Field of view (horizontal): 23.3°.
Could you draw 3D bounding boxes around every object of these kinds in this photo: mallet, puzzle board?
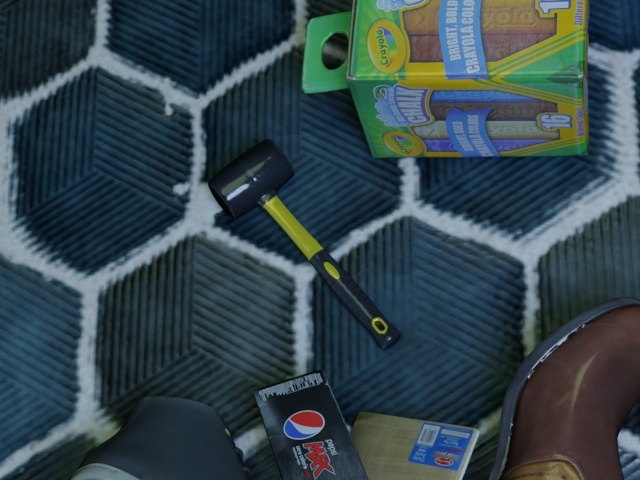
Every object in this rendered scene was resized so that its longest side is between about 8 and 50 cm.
[{"bbox_3d":[0.000,0.000,1.152,0.190,0.039,0.062,42,78,17],"label":"mallet"},{"bbox_3d":[0.049,0.166,1.043,0.128,0.011,0.096,0,60,54],"label":"puzzle board"}]

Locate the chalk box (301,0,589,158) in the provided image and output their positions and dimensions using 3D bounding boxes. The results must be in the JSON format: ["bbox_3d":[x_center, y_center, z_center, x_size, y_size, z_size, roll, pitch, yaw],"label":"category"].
[{"bbox_3d":[0.090,-0.144,1.139,0.213,0.132,0.132,0,67,10],"label":"chalk box"}]

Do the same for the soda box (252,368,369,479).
[{"bbox_3d":[0.003,0.161,1.025,0.053,0.060,0.169,-18,35,-4],"label":"soda box"}]

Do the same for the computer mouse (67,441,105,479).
[{"bbox_3d":[-0.133,0.238,1.068,0.106,0.042,0.193,-39,67,-8],"label":"computer mouse"}]

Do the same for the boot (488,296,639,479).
[{"bbox_3d":[0.203,0.187,0.938,0.264,0.096,0.280,-48,41,-10],"label":"boot"}]

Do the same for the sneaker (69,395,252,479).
[{"bbox_3d":[-0.054,0.189,1.056,0.222,0.083,0.118,34,37,0],"label":"sneaker"}]
